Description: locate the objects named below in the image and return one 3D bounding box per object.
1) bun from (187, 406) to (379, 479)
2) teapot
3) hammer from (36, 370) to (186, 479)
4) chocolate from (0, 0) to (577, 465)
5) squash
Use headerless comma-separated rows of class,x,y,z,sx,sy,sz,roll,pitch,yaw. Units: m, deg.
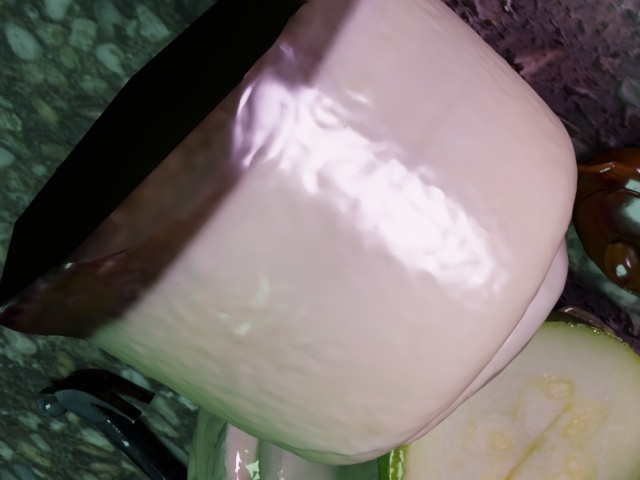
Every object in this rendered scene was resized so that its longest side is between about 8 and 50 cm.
bun,0.037,0.251,1.500,0.365,0.219,0.365,26,147,18
teapot,0.205,-0.007,1.174,0.098,0.078,0.129,1,132,39
hammer,-0.148,0.238,1.796,0.290,0.037,0.137,47,145,-16
chocolate,0.000,0.000,1.140,0.297,0.326,0.314,47,-176,-13
squash,0.147,0.150,1.311,0.219,0.219,0.041,54,179,-25
